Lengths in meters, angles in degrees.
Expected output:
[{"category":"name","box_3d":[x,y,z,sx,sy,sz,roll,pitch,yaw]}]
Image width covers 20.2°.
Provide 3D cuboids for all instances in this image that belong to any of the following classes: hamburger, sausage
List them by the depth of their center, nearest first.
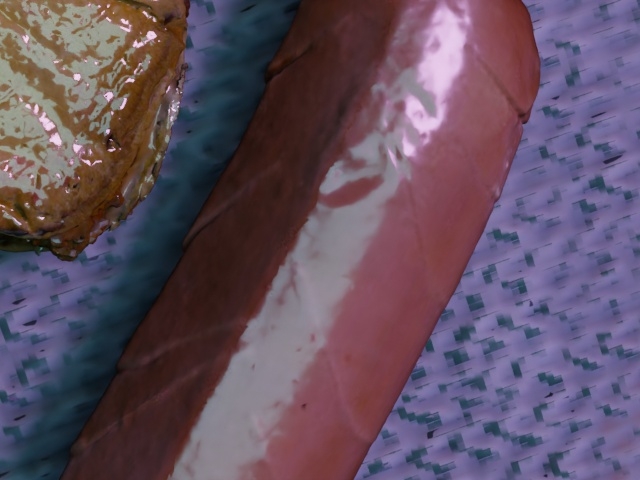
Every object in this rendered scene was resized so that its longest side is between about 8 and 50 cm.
[{"category":"hamburger","box_3d":[-0.067,-0.038,0.407,0.076,0.044,0.083,26,90,-10]},{"category":"sausage","box_3d":[0.001,0.000,0.416,0.065,0.065,0.169,27,91,-11]}]
